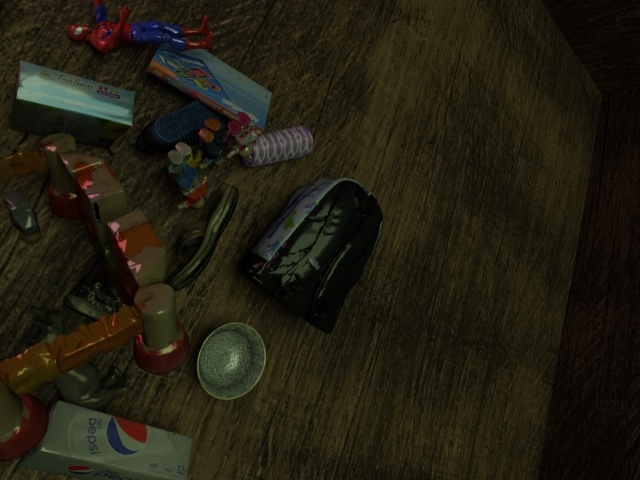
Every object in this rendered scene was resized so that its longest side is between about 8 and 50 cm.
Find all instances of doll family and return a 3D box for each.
[{"bbox_3d":[-0.254,-0.186,0.989,0.118,0.163,0.263,37,73,7],"label":"doll family"}]

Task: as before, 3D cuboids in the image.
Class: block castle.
[{"bbox_3d":[-0.431,0.058,0.698,0.302,0.213,0.453,-26,60,-32],"label":"block castle"}]

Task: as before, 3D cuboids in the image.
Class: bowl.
[{"bbox_3d":[-0.219,0.272,1.032,0.170,0.080,0.170,2,86,-37],"label":"bowl"}]

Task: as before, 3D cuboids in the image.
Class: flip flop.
[{"bbox_3d":[-0.272,-0.013,1.008,0.080,0.112,0.277,25,73,-6],"label":"flip flop"}]

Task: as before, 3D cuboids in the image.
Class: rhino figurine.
[{"bbox_3d":[-0.475,0.228,0.849,0.106,0.073,0.243,-42,110,-34],"label":"rhino figurine"}]

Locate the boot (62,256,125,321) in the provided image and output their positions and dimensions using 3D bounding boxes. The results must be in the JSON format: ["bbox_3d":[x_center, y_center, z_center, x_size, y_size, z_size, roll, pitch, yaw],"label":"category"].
[{"bbox_3d":[-0.375,0.104,0.925,0.236,0.085,0.179,33,66,-30],"label":"boot"}]

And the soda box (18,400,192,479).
[{"bbox_3d":[-0.398,0.405,0.856,0.286,0.098,0.091,34,34,-31],"label":"soda box"}]

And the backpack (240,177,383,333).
[{"bbox_3d":[0.000,0.000,1.133,0.290,0.273,0.356,39,87,-26],"label":"backpack"}]

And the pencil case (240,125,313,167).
[{"bbox_3d":[-0.117,-0.245,1.148,0.206,0.088,0.086,-18,142,-37],"label":"pencil case"}]

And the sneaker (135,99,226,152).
[{"bbox_3d":[-0.314,-0.256,1.007,0.232,0.090,0.082,-40,110,-54],"label":"sneaker"}]

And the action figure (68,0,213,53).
[{"bbox_3d":[-0.370,-0.459,0.910,0.280,0.139,0.092,-12,59,-17],"label":"action figure"}]

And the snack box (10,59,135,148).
[{"bbox_3d":[-0.456,-0.235,0.810,0.174,0.207,0.070,7,82,-37],"label":"snack box"}]

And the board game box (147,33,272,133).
[{"bbox_3d":[-0.247,-0.370,1.045,0.281,0.027,0.145,26,49,-27],"label":"board game box"}]
